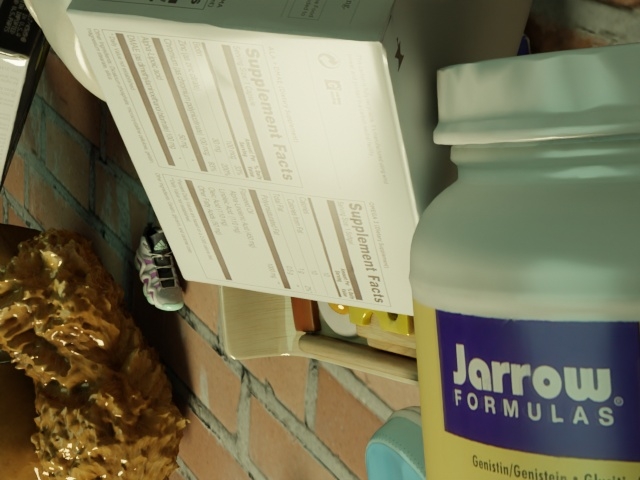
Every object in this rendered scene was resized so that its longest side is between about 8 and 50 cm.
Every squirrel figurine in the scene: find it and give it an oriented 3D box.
[{"bbox_3d":[-0.303,0.129,1.460,0.397,0.281,0.371,-35,55,43],"label":"squirrel figurine"}]

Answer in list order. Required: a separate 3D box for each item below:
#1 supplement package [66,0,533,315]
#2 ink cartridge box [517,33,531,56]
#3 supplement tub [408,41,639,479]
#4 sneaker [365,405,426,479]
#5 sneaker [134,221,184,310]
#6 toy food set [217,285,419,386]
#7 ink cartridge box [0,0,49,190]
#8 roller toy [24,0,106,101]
[{"bbox_3d":[0.014,-0.129,0.680,0.204,0.145,0.262,73,-148,-52],"label":"supplement package"},{"bbox_3d":[0.009,-0.101,0.824,0.224,0.223,0.045,56,164,37],"label":"ink cartridge box"},{"bbox_3d":[0.163,0.083,0.568,0.241,0.241,0.331,4,101,60],"label":"supplement tub"},{"bbox_3d":[0.041,0.274,0.866,0.127,0.208,0.319,-42,60,58],"label":"sneaker"},{"bbox_3d":[-0.161,0.020,1.339,0.098,0.038,0.069,52,140,42],"label":"sneaker"},{"bbox_3d":[0.000,0.000,0.991,0.306,0.092,0.220,7,103,60],"label":"toy food set"},{"bbox_3d":[-0.330,-0.188,1.425,0.307,0.072,0.304,116,165,-46],"label":"ink cartridge box"},{"bbox_3d":[-0.140,-0.207,1.088,0.146,0.191,0.209,51,138,42],"label":"roller toy"}]
